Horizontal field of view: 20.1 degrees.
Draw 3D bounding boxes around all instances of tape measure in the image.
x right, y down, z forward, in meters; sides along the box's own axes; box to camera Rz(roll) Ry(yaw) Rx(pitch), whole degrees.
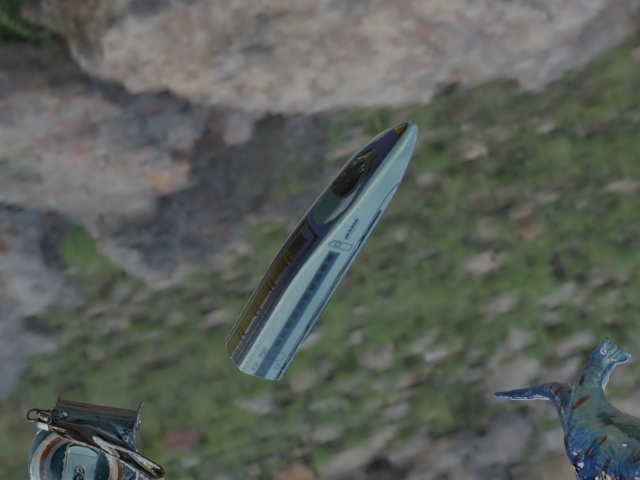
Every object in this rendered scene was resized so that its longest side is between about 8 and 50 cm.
[{"bbox_3d":[-0.193,0.197,1.499,0.104,0.107,0.180,4,-169,-14],"label":"tape measure"}]

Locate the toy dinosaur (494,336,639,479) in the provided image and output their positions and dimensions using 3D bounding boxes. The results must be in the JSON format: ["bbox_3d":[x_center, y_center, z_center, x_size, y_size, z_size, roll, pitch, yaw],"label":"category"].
[{"bbox_3d":[0.233,0.148,1.303,0.076,0.329,0.144,24,108,-33],"label":"toy dinosaur"}]

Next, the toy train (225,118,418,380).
[{"bbox_3d":[0.001,0.000,1.460,0.048,0.055,0.252,18,116,-29],"label":"toy train"}]
